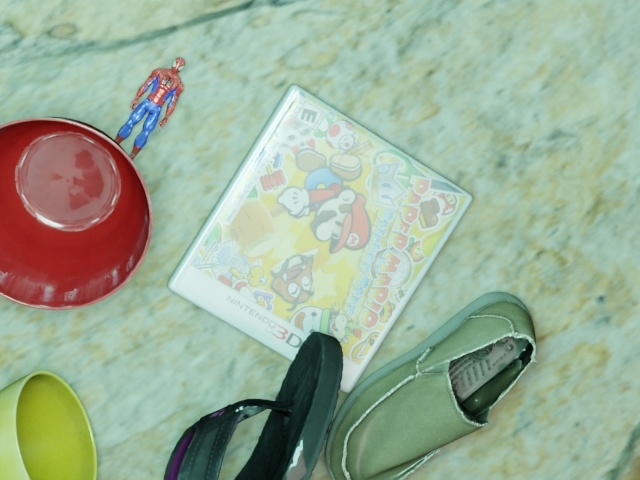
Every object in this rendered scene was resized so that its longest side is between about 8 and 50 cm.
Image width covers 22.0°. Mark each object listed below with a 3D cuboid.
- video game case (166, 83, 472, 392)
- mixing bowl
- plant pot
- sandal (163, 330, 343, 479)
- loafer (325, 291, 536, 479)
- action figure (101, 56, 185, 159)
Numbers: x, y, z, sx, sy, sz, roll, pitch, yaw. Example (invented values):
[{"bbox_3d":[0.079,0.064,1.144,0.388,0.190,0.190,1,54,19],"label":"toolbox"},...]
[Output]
[{"bbox_3d":[0.000,0.000,1.561,0.206,0.026,0.227,31,94,-12],"label":"video game case"},{"bbox_3d":[-0.235,-0.038,1.476,0.182,0.098,0.181,1,111,2],"label":"mixing bowl"},{"bbox_3d":[-0.281,0.196,1.514,0.095,0.134,0.134,-17,102,21],"label":"plant pot"},{"bbox_3d":[-0.113,0.276,1.512,0.107,0.167,0.445,27,97,-15],"label":"sandal"},{"bbox_3d":[0.107,0.150,1.564,0.251,0.087,0.094,-45,110,1],"label":"loafer"},{"bbox_3d":[-0.158,-0.119,1.520,0.038,0.030,0.115,31,92,-6],"label":"action figure"}]
